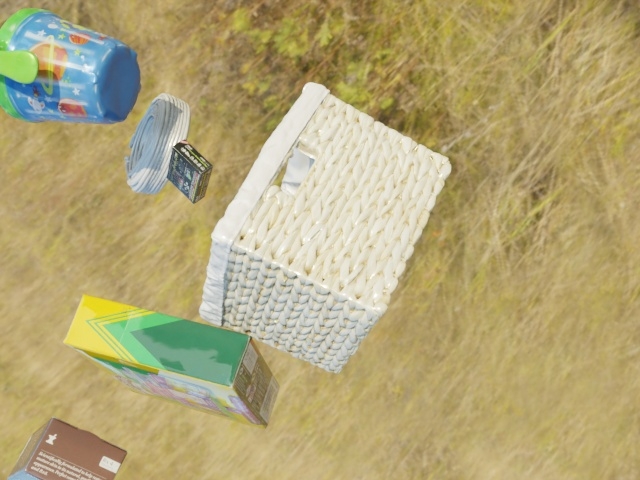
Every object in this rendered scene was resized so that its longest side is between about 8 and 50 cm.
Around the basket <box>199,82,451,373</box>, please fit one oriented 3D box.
[{"bbox_3d":[0.000,0.000,1.186,0.266,0.328,0.331,28,151,2],"label":"basket"}]

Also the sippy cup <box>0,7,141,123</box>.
[{"bbox_3d":[-0.499,-0.337,1.489,0.224,0.305,0.240,14,136,16],"label":"sippy cup"}]

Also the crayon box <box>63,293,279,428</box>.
[{"bbox_3d":[-0.262,0.239,1.392,0.313,0.106,0.363,14,157,11],"label":"crayon box"}]

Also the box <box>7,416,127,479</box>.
[{"bbox_3d":[-0.620,0.546,1.773,0.191,0.143,0.381,31,148,-14],"label":"box"}]

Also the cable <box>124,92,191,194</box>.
[{"bbox_3d":[-0.403,-0.234,1.813,0.089,0.257,0.257,19,125,-26],"label":"cable"}]

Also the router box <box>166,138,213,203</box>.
[{"bbox_3d":[-0.290,-0.151,1.618,0.092,0.038,0.122,44,146,10],"label":"router box"}]
